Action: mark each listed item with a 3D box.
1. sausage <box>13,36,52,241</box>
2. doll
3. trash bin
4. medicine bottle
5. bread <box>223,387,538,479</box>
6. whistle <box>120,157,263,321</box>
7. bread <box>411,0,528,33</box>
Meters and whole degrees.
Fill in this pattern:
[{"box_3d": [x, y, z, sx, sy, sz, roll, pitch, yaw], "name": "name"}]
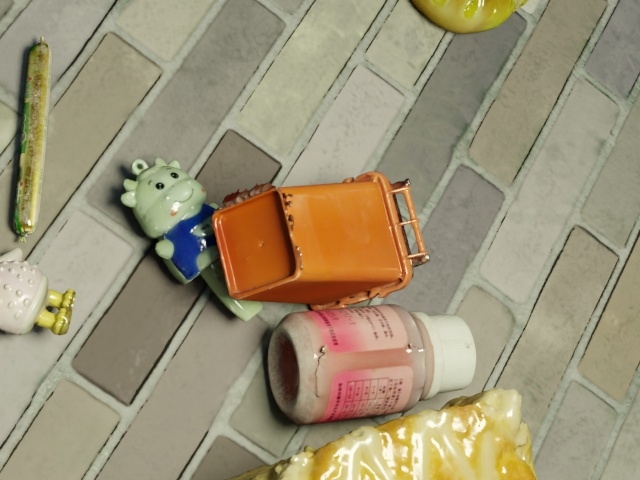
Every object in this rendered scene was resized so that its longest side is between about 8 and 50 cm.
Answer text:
[{"box_3d": [-0.352, -0.127, 1.522, 0.033, 0.033, 0.269, 8, 73, -21], "name": "sausage"}, {"box_3d": [-0.386, 0.053, 1.431, 0.207, 0.081, 0.129, 21, 49, -14], "name": "doll"}, {"box_3d": [0.000, 0.000, 1.511, 0.238, 0.184, 0.161, 1, 73, -57], "name": "trash bin"}, {"box_3d": [0.066, 0.152, 1.563, 0.247, 0.147, 0.147, -3, 76, -25], "name": "medicine bottle"}, {"box_3d": [0.089, 0.402, 1.431, 0.371, 0.279, 0.390, -13, 83, -24], "name": "bread"}, {"box_3d": [-0.155, -0.004, 1.539, 0.110, 0.092, 0.244, -39, 91, -38], "name": "whistle"}, {"box_3d": [0.220, -0.405, 1.811, 0.213, 0.105, 0.213, 6, 71, -19], "name": "bread"}]
